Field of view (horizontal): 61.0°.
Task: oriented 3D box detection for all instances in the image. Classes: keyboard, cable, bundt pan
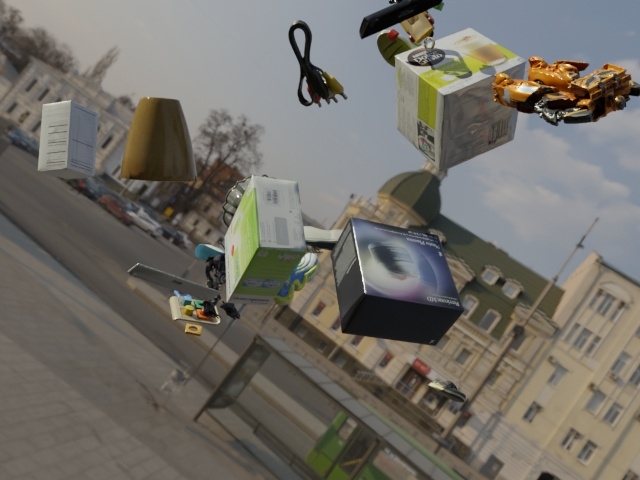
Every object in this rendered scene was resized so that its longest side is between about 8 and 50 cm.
[{"bbox_3d":[0.263,-0.713,1.626,0.033,0.317,0.201,61,-13,2],"label":"keyboard"},{"bbox_3d":[-0.035,-0.520,1.638,0.140,0.072,0.287,-12,-54,27],"label":"cable"},{"bbox_3d":[-0.407,0.119,1.526,0.256,0.014,0.072,24,-41,-32],"label":"keyboard"},{"bbox_3d":[-0.255,-0.117,2.380,0.331,0.330,0.124,40,0,-31],"label":"bundt pan"}]

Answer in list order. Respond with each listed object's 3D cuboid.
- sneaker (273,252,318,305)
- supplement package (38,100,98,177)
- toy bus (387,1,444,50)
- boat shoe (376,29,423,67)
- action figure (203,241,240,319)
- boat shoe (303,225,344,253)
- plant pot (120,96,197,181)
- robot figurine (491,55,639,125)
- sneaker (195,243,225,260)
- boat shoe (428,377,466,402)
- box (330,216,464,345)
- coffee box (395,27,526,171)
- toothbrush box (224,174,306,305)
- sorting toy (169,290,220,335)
[{"bbox_3d":[-0.093,0.107,1.880,0.091,0.240,0.126,9,-41,34],"label":"sneaker"},{"bbox_3d":[-0.900,-0.355,1.942,0.134,0.243,0.139,-2,-8,20],"label":"supplement package"},{"bbox_3d":[0.347,-0.766,1.909,0.191,0.202,0.104,15,15,32],"label":"toy bus"},{"bbox_3d":[0.343,-0.738,2.146,0.302,0.103,0.113,28,-42,-26],"label":"boat shoe"},{"bbox_3d":[-0.313,0.135,1.808,0.164,0.275,0.140,-7,-41,12],"label":"action figure"},{"bbox_3d":[0.000,0.000,2.060,0.255,0.079,0.095,2,39,-4],"label":"boat shoe"},{"bbox_3d":[-0.508,-0.321,1.722,0.238,0.254,0.237,4,10,-1],"label":"plant pot"},{"bbox_3d":[0.520,-0.326,1.164,0.291,0.211,0.085,39,-26,56],"label":"robot figurine"},{"bbox_3d":[-0.412,0.080,2.282,0.229,0.087,0.092,30,8,19],"label":"sneaker"},{"bbox_3d":[0.396,0.459,1.685,0.056,0.049,0.152,48,-20,-23],"label":"boat shoe"},{"bbox_3d":[0.207,0.115,1.535,0.297,0.182,0.293,10,43,-18],"label":"box"},{"bbox_3d":[0.504,-0.532,2.030,0.334,0.338,0.338,56,-15,41],"label":"coffee box"},{"bbox_3d":[-0.146,0.008,1.344,0.122,0.206,0.283,6,-33,-21],"label":"toothbrush box"},{"bbox_3d":[-0.527,0.287,2.290,0.196,0.047,0.347,10,21,-25],"label":"sorting toy"}]
